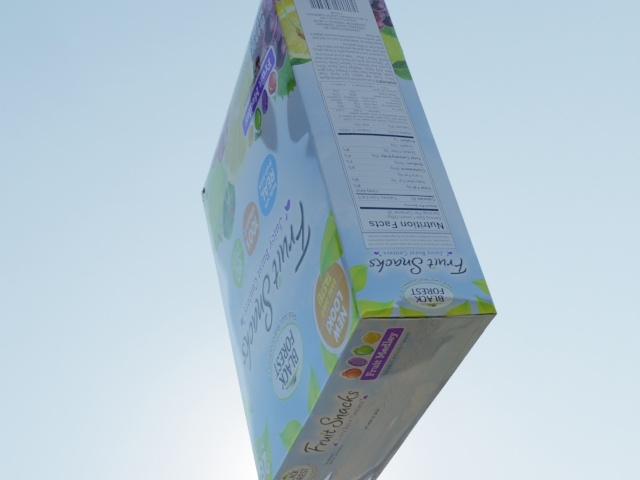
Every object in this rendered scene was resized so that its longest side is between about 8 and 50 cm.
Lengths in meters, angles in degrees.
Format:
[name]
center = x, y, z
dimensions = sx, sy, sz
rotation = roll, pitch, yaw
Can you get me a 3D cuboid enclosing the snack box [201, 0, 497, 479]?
[snack box]
center = 0.000, 0.000, 0.550
dimensions = 0.070, 0.207, 0.174
rotation = -2, -37, -21
